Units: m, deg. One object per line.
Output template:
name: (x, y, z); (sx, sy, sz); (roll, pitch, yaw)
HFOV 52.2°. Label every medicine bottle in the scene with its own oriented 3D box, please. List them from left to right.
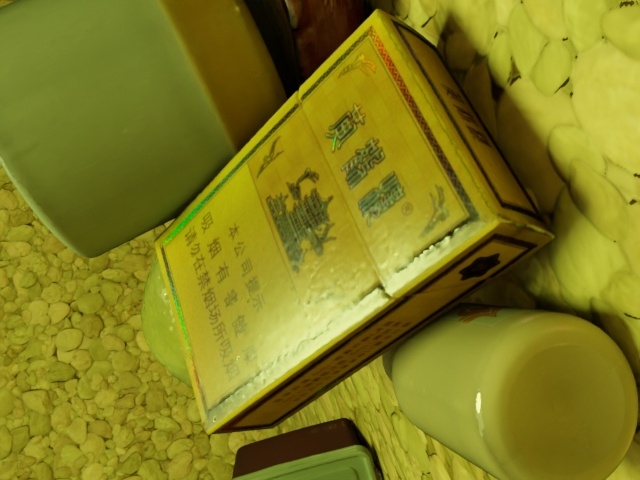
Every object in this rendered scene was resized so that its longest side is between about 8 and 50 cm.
medicine bottle: (-0.170, -0.135, 0.614); (0.238, 0.232, 0.238); (63, 175, 10)
medicine bottle: (0.116, 0.105, 0.503); (0.252, 0.114, 0.114); (166, 86, -76)

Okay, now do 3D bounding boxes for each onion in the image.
onion: (-0.033, -0.256, 0.595); (0.227, 0.120, 0.283); (55, 172, 33)

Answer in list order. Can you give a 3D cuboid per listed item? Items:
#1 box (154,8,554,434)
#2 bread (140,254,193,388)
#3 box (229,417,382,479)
box: (0.000, 0.000, 0.518); (0.301, 0.084, 0.193); (-40, 58, 30)
bread: (-0.081, 0.039, 0.820); (0.237, 0.320, 0.320); (47, 160, 16)
box: (-0.032, 0.472, 1.262); (0.167, 0.294, 0.193); (-115, 10, -75)
